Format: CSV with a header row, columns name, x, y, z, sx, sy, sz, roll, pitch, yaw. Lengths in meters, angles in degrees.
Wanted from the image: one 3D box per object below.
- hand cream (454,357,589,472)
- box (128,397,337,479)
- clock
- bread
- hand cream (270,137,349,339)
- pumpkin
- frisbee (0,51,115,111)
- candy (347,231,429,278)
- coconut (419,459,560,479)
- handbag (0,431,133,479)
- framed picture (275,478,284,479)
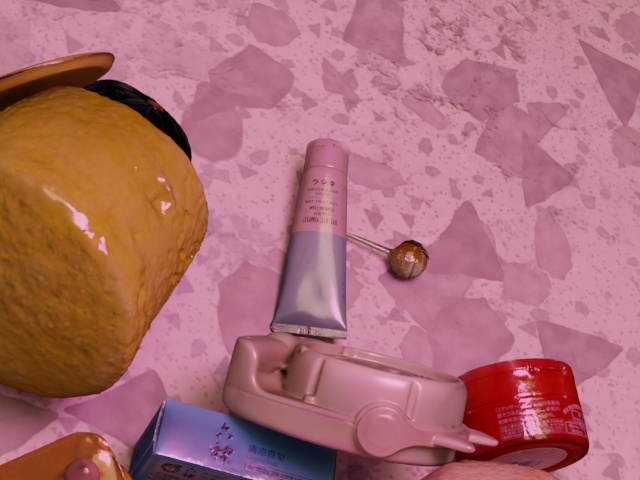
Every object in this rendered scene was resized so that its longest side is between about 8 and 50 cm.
name,x,y,z,sx,sy,sz,roll,pitch,yaw
hand cream,0.273,0.253,1.656,0.193,0.193,0.125,5,59,-23
box,-0.112,0.288,1.480,0.232,0.142,0.083,19,53,-13
clock,0.061,0.201,1.497,0.324,0.265,0.109,13,89,21
bread,-0.319,-0.005,1.460,0.348,0.348,0.308,40,42,2
hand cream,0.000,0.000,1.764,0.111,0.070,0.312,8,66,-2
pumpkin,-0.271,-0.144,1.666,0.194,0.150,0.194,36,36,-32
frisbee,-0.375,-0.195,1.526,0.236,0.236,0.017,-21,92,-34
candy,0.070,0.001,1.816,0.202,0.061,0.061,24,52,0
coconut,0.161,0.459,1.365,0.344,0.415,0.415,44,51,-7
handbag,-0.291,0.432,1.273,0.283,0.133,0.401,-21,65,-10
framed picture,-0.062,0.474,1.281,0.016,0.265,0.347,21,32,-48
